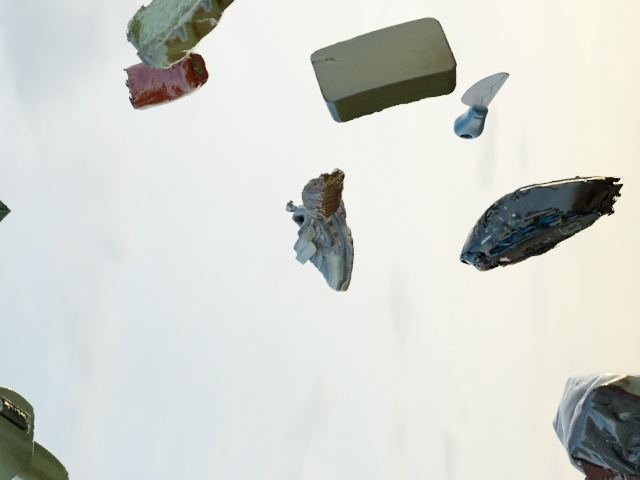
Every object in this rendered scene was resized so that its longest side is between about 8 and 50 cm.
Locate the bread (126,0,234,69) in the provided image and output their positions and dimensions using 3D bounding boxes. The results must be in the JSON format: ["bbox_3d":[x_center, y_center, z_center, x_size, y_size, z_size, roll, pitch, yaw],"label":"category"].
[{"bbox_3d":[-0.180,-0.340,1.876,0.088,0.232,0.128,22,-142,-41],"label":"bread"}]

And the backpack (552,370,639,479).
[{"bbox_3d":[0.538,0.324,2.090,0.283,0.317,0.197,-46,-26,-83],"label":"backpack"}]

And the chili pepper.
[{"bbox_3d":[-0.233,-0.246,2.010,0.073,0.123,0.070,-92,-18,-51],"label":"chili pepper"}]

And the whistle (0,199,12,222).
[{"bbox_3d":[-0.525,0.011,1.907,0.186,0.039,0.039,-46,-22,-2],"label":"whistle"}]

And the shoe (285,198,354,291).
[{"bbox_3d":[0.000,0.000,2.121,0.089,0.092,0.180,104,159,-58],"label":"shoe"}]

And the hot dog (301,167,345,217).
[{"bbox_3d":[0.006,-0.060,1.627,0.058,0.035,0.083,-30,-22,-19],"label":"hot dog"}]

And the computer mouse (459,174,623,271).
[{"bbox_3d":[0.288,-0.033,1.754,0.077,0.242,0.146,68,-167,15],"label":"computer mouse"}]

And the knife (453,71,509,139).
[{"bbox_3d":[0.252,-0.219,2.103,0.244,0.058,0.032,102,179,-72],"label":"knife"}]

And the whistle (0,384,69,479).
[{"bbox_3d":[-0.343,0.188,1.311,0.253,0.106,0.101,43,-125,-40],"label":"whistle"}]

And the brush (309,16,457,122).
[{"bbox_3d":[0.092,-0.244,1.889,0.059,0.197,0.123,74,180,-48],"label":"brush"}]
